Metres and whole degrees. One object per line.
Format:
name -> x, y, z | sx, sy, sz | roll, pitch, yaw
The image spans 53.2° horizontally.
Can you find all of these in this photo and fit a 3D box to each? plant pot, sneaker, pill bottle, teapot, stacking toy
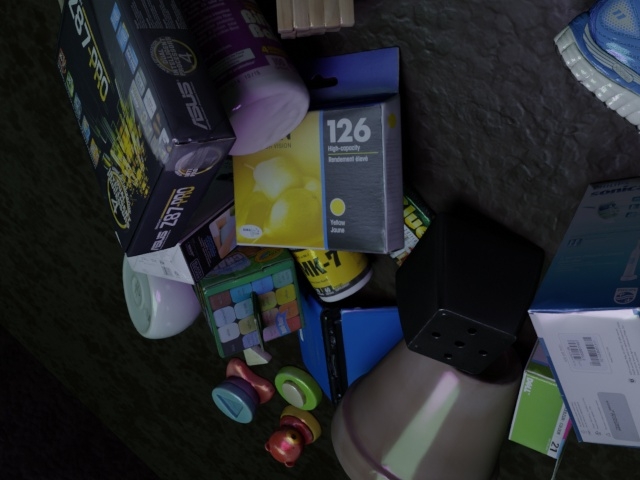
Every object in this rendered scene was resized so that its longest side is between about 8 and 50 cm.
plant pot -> 0.227, 0.098, 1.019 | 0.188, 0.167, 0.187 | 22, 138, -5
sneaker -> 0.426, -0.163, 0.705 | 0.330, 0.129, 0.147 | 34, 123, -12
pill bottle -> 0.000, 0.000, 1.189 | 0.119, 0.119, 0.208 | -16, 113, 44
teapot -> -0.341, 0.100, 1.498 | 0.256, 0.187, 0.252 | -1, 97, 58
plant pot -> 0.218, 0.292, 1.160 | 0.323, 0.323, 0.280 | 31, 120, 13
stacking toy -> -0.145, 0.424, 1.651 | 0.309, 0.130, 0.279 | 29, 137, 14
pill bottle -> -0.153, -0.294, 0.973 | 0.301, 0.169, 0.169 | 61, 141, 16

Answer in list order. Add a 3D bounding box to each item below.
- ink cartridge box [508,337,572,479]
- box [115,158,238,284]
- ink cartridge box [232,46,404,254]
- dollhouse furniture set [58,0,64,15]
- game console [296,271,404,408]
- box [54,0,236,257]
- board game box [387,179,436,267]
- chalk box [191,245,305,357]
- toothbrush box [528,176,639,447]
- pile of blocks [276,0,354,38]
ink cartridge box -> 0.365, 0.290, 1.046 | 0.097, 0.255, 0.188 | 19, 133, 25
box -> -0.209, -0.047, 1.183 | 0.169, 0.290, 0.087 | 9, 128, 35
ink cartridge box -> -0.014, -0.138, 1.029 | 0.304, 0.072, 0.307 | 3, 101, 36
dollhouse furniture set -> -0.374, -0.476, 1.098 | 0.129, 0.129, 0.183 | -12, 92, 44
game console -> 0.073, 0.211, 1.381 | 0.250, 0.173, 0.293 | 46, 151, 47
box -> -0.275, -0.218, 0.936 | 0.318, 0.097, 0.394 | -43, 65, 50
board game box -> 0.140, -0.028, 1.126 | 0.259, 0.030, 0.136 | 46, 137, -4
chalk box -> -0.145, 0.088, 1.232 | 0.289, 0.179, 0.180 | -128, 24, -48
toothbrush box -> 0.396, 0.080, 0.816 | 0.126, 0.295, 0.216 | -6, 121, 42
pile of blocks -> -0.063, -0.446, 0.894 | 0.362, 0.149, 0.112 | 61, 179, -7
